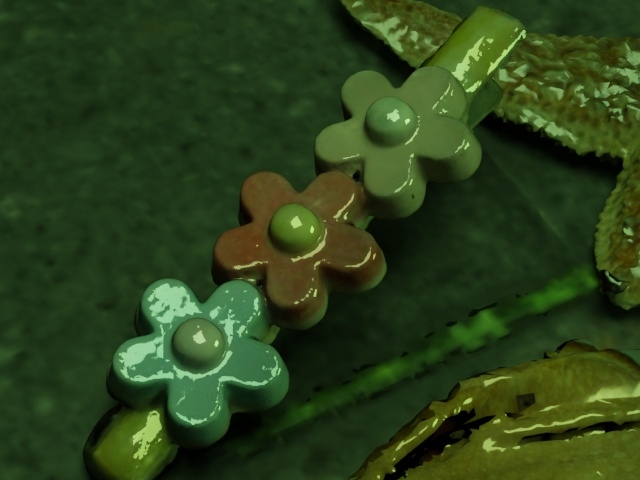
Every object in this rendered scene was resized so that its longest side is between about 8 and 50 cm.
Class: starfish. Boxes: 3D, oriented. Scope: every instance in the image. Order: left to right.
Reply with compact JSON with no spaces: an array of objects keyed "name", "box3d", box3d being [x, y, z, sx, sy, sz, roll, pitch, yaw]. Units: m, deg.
[{"name":"starfish","box3d":[0.152,-0.063,0.714,0.295,0.048,0.231,30,65,20]}]

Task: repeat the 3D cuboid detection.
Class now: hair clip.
[{"name":"hair clip","box3d":[0.000,-0.004,0.622,0.062,0.056,0.214,32,61,23]}]

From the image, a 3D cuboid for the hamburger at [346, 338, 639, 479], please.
[{"name":"hamburger","box3d":[0.094,0.129,0.516,0.231,0.107,0.231,1,49,-2]}]
